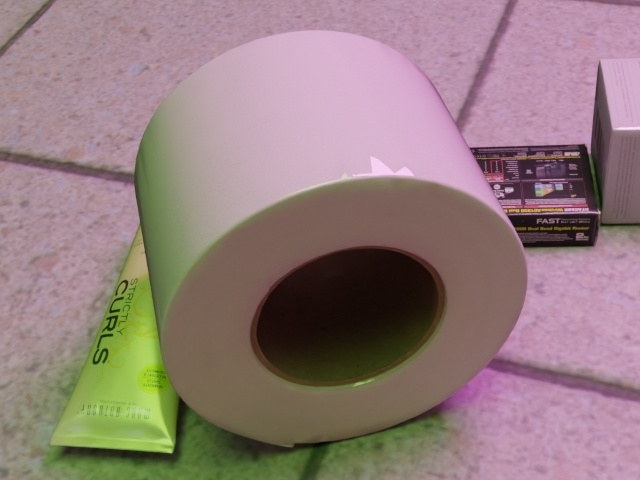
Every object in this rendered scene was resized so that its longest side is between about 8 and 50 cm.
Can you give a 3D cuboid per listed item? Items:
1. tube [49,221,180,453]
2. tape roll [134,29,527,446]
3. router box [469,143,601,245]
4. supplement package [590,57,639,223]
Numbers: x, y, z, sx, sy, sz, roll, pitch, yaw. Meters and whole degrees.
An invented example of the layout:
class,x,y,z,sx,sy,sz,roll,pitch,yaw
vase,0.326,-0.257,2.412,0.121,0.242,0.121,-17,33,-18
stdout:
class,x,y,z,sx,sy,sz,roll,pitch,yaw
tube,-0.133,0.060,0.814,0.070,0.062,0.240,-31,35,38
tape roll,0.000,0.000,0.721,0.246,0.246,0.169,-13,44,-6
router box,0.172,-0.039,0.887,0.122,0.038,0.092,-1,43,7
supplement package,0.325,-0.085,0.866,0.179,0.105,0.105,0,43,8
